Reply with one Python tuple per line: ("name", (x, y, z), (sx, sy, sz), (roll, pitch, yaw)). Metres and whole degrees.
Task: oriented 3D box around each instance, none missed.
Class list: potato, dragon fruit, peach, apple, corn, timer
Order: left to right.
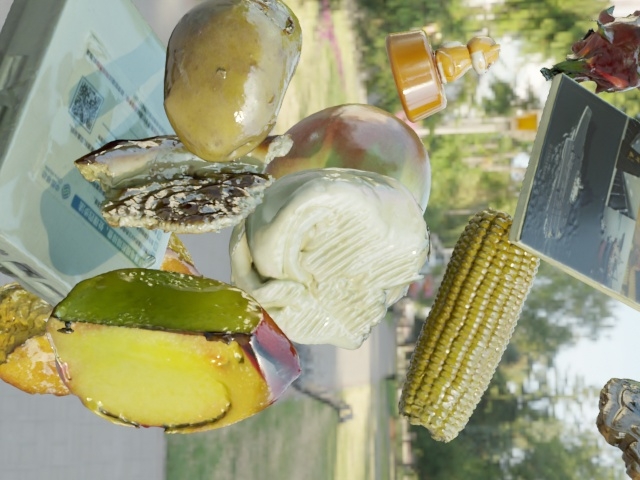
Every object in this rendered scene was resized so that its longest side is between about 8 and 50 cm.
("peach", (-0.153, 0.120, 1.164), (0.154, 0.267, 0.158), (-87, 179, -58))
("potato", (-0.088, -0.166, 1.022), (0.137, 0.137, 0.176), (79, 25, -65))
("apple", (0.059, -0.119, 2.054), (0.277, 0.319, 0.319), (-53, 146, -50))
("timer", (0.182, -0.250, 1.483), (0.132, 0.152, 0.132), (-15, 90, -79))
("corn", (0.216, 0.125, 1.539), (0.131, 0.131, 0.344), (58, 56, -81))
("dragon fruit", (0.470, -0.304, 1.701), (0.135, 0.236, 0.137), (-104, -166, -63))

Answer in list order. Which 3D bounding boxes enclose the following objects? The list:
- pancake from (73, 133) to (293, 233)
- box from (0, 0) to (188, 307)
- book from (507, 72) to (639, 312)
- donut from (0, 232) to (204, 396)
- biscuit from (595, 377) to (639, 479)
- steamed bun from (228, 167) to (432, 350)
("pancake", (-0.166, -0.081, 1.215), (0.257, 0.212, 0.056), (-53, 153, -60))
("box", (-0.310, -0.113, 1.399), (0.396, 0.111, 0.396), (54, 45, -57))
("book", (0.445, -0.047, 1.532), (0.028, 0.374, 0.262), (-9, -120, 59))
("donut", (-0.429, 0.122, 2.078), (0.378, 0.435, 0.163), (27, 27, -42))
("biscuit", (0.501, 0.277, 1.526), (0.290, 0.208, 0.041), (-34, 154, -58))
("steamed bun", (0.000, 0.000, 1.540), (0.268, 0.280, 0.207), (-65, -150, 19))
